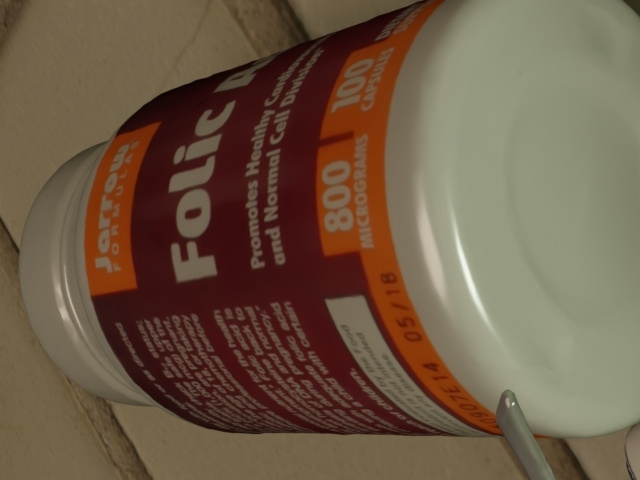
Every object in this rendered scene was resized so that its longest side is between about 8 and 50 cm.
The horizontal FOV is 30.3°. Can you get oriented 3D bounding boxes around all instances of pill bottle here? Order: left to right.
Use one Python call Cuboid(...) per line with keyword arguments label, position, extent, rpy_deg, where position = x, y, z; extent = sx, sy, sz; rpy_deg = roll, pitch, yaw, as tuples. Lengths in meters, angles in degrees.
Cuboid(label="pill bottle", position=(0.000, 0.000, 0.683), extent=(0.392, 0.224, 0.224), rpy_deg=(-10, 102, 48))

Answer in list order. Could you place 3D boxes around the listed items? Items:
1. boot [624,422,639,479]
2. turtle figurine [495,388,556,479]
Cuboid(label="boot", position=(0.220, 0.191, 0.662), extent=(0.190, 0.069, 0.086), rpy_deg=(52, 135, 12))
Cuboid(label="turtle figurine", position=(0.212, 0.180, 0.534), extent=(0.275, 0.198, 0.266), rpy_deg=(15, 112, 18))
